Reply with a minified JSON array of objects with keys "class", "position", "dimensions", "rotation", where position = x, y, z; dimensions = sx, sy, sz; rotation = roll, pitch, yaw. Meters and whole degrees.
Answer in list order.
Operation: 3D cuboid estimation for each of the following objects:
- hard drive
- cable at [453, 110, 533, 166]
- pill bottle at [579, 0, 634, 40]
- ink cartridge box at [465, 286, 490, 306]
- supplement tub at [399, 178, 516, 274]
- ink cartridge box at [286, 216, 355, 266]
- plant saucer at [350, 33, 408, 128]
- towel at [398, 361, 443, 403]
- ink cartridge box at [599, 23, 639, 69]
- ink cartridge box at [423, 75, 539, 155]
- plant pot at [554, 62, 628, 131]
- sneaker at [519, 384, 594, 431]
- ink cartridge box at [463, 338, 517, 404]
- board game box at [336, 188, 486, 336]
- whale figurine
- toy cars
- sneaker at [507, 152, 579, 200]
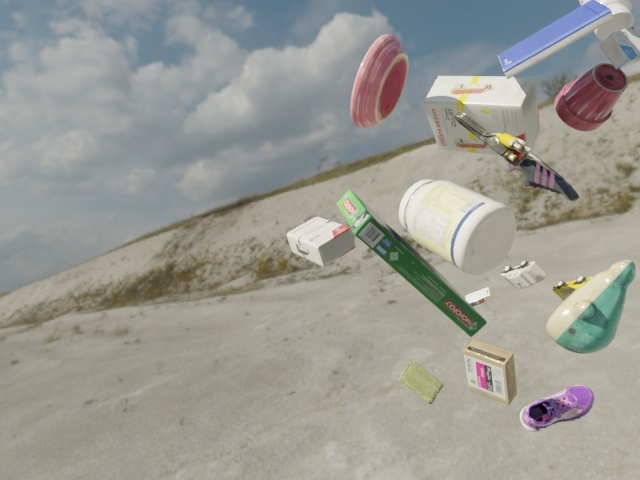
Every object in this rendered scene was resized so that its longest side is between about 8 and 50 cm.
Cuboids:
[{"class":"hard drive","position":[0.748,-0.656,1.491],"dimensions":[0.318,0.040,0.210],"rotation":[-26,24,29]},{"class":"cable","position":[0.542,-0.324,1.423],"dimensions":[0.139,0.287,0.072],"rotation":[22,-64,-45]},{"class":"pill bottle","position":[1.185,-0.980,1.903],"dimensions":[0.160,0.283,0.160],"rotation":[1,-29,1]},{"class":"ink cartridge box","position":[0.725,0.261,2.096],"dimensions":[0.115,0.029,0.063],"rotation":[-27,25,26]},{"class":"supplement tub","position":[0.430,-0.057,1.480],"dimensions":[0.235,0.236,0.325],"rotation":[-6,26,-28]},{"class":"ink cartridge box","position":[0.000,0.000,1.069],"dimensions":[0.099,0.056,0.135],"rotation":[-31,29,-25]},{"class":"plant saucer","position":[0.223,-0.555,1.639],"dimensions":[0.084,0.333,0.332],"rotation":[26,7,19]},{"class":"towel","position":[0.370,0.522,1.683],"dimensions":[0.110,0.148,0.027],"rotation":[-39,-26,-38]},{"class":"ink cartridge box","position":[1.030,-0.642,1.500],"dimensions":[0.180,0.104,0.060],"rotation":[-21,-14,-12]},{"class":"ink cartridge box","position":[0.638,-0.489,1.812],"dimensions":[0.384,0.161,0.279],"rotation":[16,-24,37]},{"class":"plant pot","position":[0.991,-0.530,1.659],"dimensions":[0.201,0.202,0.180],"rotation":[-8,-21,-8]},{"class":"sneaker","position":[0.738,0.522,1.428],"dimensions":[0.236,0.095,0.104],"rotation":[-29,-39,11]},{"class":"ink cartridge box","position":[0.732,0.566,1.973],"dimensions":[0.193,0.235,0.088],"rotation":[10,35,45]},{"class":"board game box","position":[0.173,0.038,0.912],"dimensions":[0.046,0.317,0.213],"rotation":[-47,17,8]},{"class":"whale figurine","position":[0.706,0.174,1.156],"dimensions":[0.216,0.141,0.272],"rotation":[0,-50,-52]},{"class":"toy cars","position":[0.889,0.179,1.793],"dimensions":[0.393,0.177,0.087],"rotation":[18,57,40]},{"class":"sneaker","position":[0.971,-0.259,2.004],"dimensions":[0.131,0.319,0.112],"rotation":[-49,-21,18]}]
